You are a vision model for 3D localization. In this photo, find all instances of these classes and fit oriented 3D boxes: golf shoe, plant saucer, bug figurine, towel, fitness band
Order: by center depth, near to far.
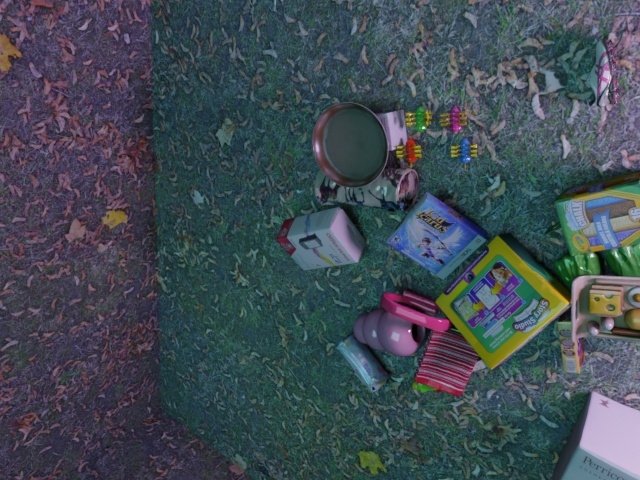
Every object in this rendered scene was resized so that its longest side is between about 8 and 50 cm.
[{"bbox_3d":[0.796,-0.474,1.386,0.085,0.067,0.186,-3,106,39],"label":"golf shoe"},{"bbox_3d":[0.408,-0.359,1.700,0.278,0.072,0.216,5,115,22],"label":"bug figurine"},{"bbox_3d":[0.113,-0.346,1.770,0.310,0.050,0.311,13,116,29],"label":"plant saucer"},{"bbox_3d":[0.487,0.470,1.872,0.198,0.031,0.275,18,119,10],"label":"towel"},{"bbox_3d":[0.377,0.264,1.884,0.290,0.209,0.054,18,105,16],"label":"fitness band"}]

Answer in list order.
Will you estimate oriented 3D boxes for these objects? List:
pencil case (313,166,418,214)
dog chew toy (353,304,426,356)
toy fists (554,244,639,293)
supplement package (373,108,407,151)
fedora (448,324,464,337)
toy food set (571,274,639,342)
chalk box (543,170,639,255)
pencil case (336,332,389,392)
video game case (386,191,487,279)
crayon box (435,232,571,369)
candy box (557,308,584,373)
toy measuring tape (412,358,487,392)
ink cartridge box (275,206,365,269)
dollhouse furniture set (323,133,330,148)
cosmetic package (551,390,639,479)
[{"bbox_3d":[0.171,-0.199,1.897,0.410,0.159,0.184,9,108,34],"label":"pencil case"},{"bbox_3d":[0.272,0.373,2.030,0.331,0.206,0.207,-8,103,46],"label":"dog chew toy"},{"bbox_3d":[0.887,0.071,1.517,0.279,0.096,0.142,-15,111,38],"label":"toy fists"},{"bbox_3d":[0.184,-0.403,1.823,0.244,0.133,0.139,3,110,36],"label":"supplement package"},{"bbox_3d":[0.528,0.386,1.900,0.194,0.079,0.194,14,132,16],"label":"fedora"},{"bbox_3d":[0.919,0.225,1.451,0.306,0.092,0.220,1,111,31],"label":"toy food set"},{"bbox_3d":[0.819,-0.075,1.452,0.288,0.180,0.179,-14,99,38],"label":"chalk box"},{"bbox_3d":[0.188,0.553,2.203,0.273,0.124,0.113,53,130,9],"label":"pencil case"},{"bbox_3d":[0.422,-0.010,1.784,0.269,0.061,0.244,32,127,-7],"label":"video game case"},{"bbox_3d":[0.628,0.212,1.696,0.313,0.106,0.363,53,127,26],"label":"crayon box"},{"bbox_3d":[0.845,0.337,1.639,0.053,0.109,0.187,-6,104,38],"label":"candy box"},{"bbox_3d":[0.525,0.533,1.982,0.330,0.121,0.121,-28,90,17],"label":"toy measuring tape"},{"bbox_3d":[0.000,0.000,2.067,0.306,0.131,0.226,-10,132,40],"label":"ink cartridge box"},{"bbox_3d":[0.007,-0.404,1.945,0.123,0.151,0.144,39,124,19],"label":"dollhouse furniture set"},{"bbox_3d":[0.966,0.793,1.587,0.329,0.327,0.394,22,118,28],"label":"cosmetic package"}]
